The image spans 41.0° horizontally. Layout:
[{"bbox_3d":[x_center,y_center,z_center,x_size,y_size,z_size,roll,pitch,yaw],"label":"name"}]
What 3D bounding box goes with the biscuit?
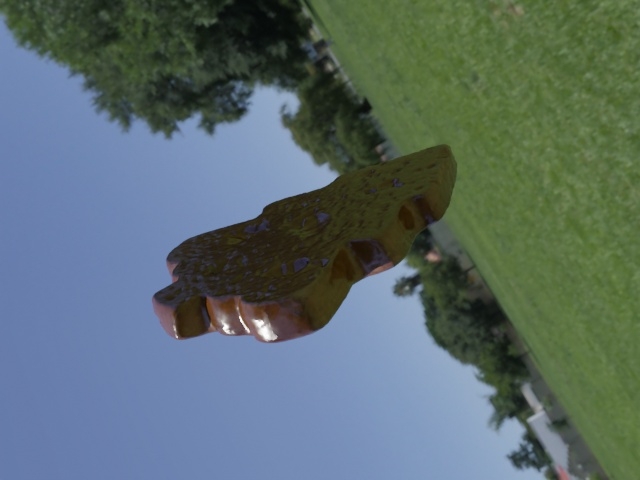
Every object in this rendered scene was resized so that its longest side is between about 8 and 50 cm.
[{"bbox_3d":[0.000,0.000,0.745,0.284,0.306,0.043,21,137,64],"label":"biscuit"}]
